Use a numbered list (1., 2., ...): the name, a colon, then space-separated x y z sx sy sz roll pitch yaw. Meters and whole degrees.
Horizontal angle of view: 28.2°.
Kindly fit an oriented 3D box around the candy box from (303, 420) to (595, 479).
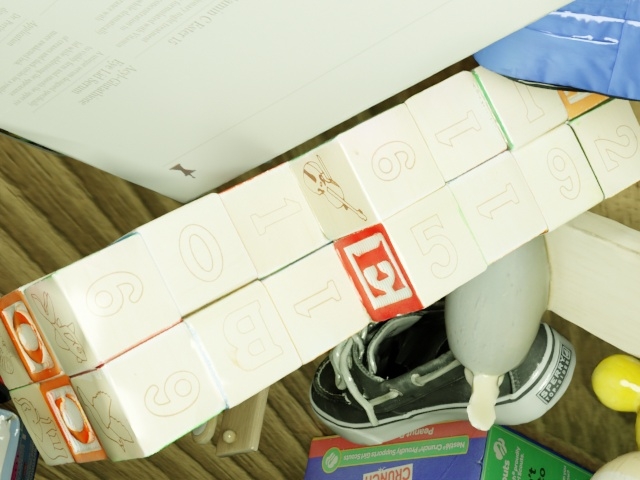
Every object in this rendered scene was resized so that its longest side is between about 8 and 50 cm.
1. candy box: 0.176 0.313 1.461 0.268 0.122 0.317 -14 148 43

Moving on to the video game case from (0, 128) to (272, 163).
1. video game case: -0.146 -0.079 0.763 0.173 0.022 0.190 3 172 27

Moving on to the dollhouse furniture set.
1. dollhouse furniture set: -0.147 0.118 1.147 0.151 0.123 0.144 26 151 -32

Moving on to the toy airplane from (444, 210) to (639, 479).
1. toy airplane: 0.248 0.086 0.745 0.384 0.272 0.386 44 163 -17

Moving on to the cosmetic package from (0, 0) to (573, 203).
1. cosmetic package: -0.063 -0.148 0.443 0.284 0.097 0.377 25 151 -30

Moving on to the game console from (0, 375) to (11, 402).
1. game console: -0.488 0.059 1.241 0.342 0.060 0.386 8 156 13

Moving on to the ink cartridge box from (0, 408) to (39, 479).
1. ink cartridge box: -0.486 0.267 1.521 0.270 0.151 0.395 12 165 -6

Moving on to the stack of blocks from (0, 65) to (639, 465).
1. stack of blocks: 0.000 0.000 0.626 0.297 0.087 0.171 -28 -177 -32

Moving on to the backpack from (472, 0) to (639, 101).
1. backpack: 0.127 -0.121 0.565 0.120 0.098 0.101 6 126 8

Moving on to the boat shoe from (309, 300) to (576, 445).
1. boat shoe: 0.065 0.098 1.037 0.105 0.113 0.306 36 159 -22
